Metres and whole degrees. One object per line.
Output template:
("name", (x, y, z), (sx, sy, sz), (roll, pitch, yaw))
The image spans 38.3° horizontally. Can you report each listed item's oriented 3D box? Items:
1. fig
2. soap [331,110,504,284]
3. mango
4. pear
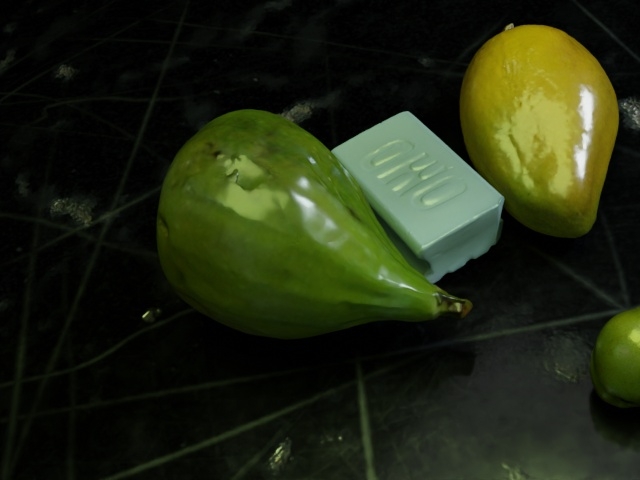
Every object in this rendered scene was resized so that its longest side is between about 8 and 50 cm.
("fig", (-0.025, -0.011, 0.925), (0.314, 0.233, 0.233), (12, 52, 38))
("soap", (0.109, -0.053, 1.043), (0.119, 0.066, 0.198), (-30, 48, -10))
("mango", (0.250, -0.135, 1.054), (0.177, 0.119, 0.316), (-4, 56, 6))
("pear", (0.291, 0.110, 0.839), (0.092, 0.092, 0.097), (38, 108, 38))
